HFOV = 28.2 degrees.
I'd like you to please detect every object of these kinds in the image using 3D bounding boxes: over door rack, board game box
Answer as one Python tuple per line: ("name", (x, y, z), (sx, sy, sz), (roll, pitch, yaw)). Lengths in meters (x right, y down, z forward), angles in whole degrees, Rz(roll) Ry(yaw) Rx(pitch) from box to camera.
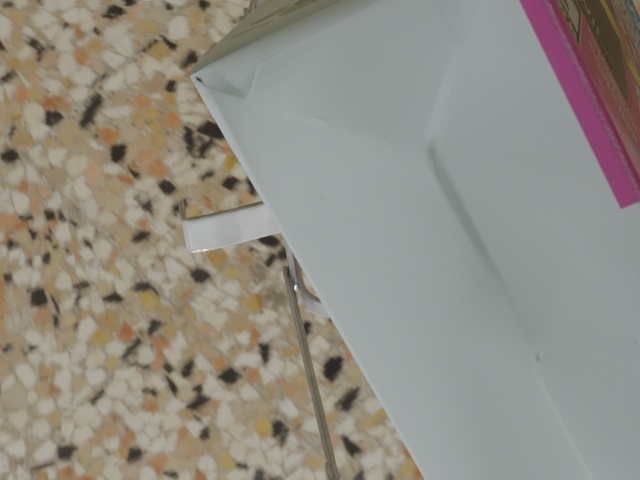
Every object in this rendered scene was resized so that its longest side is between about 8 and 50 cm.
("over door rack", (0.000, 0.000, 0.834), (0.108, 0.324, 0.239), (-5, 122, 7))
("board game box", (0.084, -0.023, 0.469), (0.097, 0.303, 0.224), (-24, 107, 18))
